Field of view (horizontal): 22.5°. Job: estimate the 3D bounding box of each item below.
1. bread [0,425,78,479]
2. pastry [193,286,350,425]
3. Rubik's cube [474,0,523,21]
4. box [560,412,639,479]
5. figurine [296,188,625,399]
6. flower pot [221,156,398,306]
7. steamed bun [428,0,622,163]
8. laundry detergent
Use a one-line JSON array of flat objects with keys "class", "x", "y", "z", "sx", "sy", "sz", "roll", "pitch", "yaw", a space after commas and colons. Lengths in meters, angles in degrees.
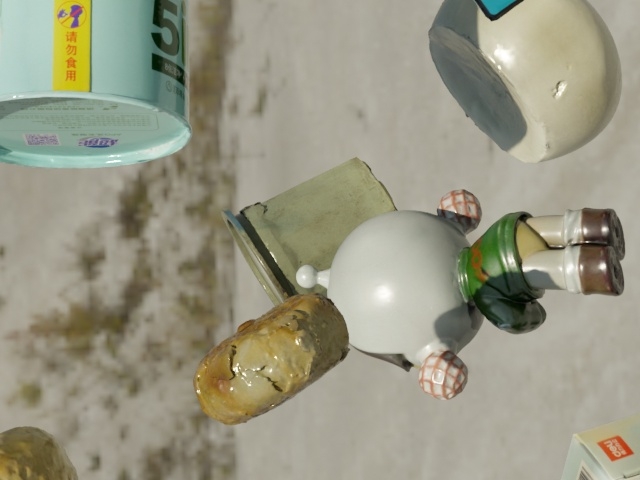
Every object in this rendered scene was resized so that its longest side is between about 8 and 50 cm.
[{"class": "bread", "x": -0.356, "y": 0.306, "z": 1.765, "sx": 0.134, "sy": 0.244, "sz": 0.244, "roll": 42, "pitch": -176, "yaw": -4}, {"class": "pastry", "x": -0.044, "y": 0.106, "z": 1.439, "sx": 0.081, "sy": 0.153, "sz": 0.153, "roll": 59, "pitch": -177, "yaw": -10}, {"class": "Rubik's cube", "x": 0.206, "y": -0.365, "z": 1.797, "sx": 0.160, "sy": 0.162, "sz": 0.163, "roll": 51, "pitch": -165, "yaw": -13}, {"class": "box", "x": 0.332, "y": 0.311, "z": 1.797, "sx": 0.079, "sy": 0.135, "sz": 0.269, "roll": 55, "pitch": 149, "yaw": 41}, {"class": "figurine", "x": 0.159, "y": 0.042, "z": 1.827, "sx": 0.167, "sy": 0.370, "sz": 0.281, "roll": 52, "pitch": -143, "yaw": -44}, {"class": "flower pot", "x": 0.000, "y": 0.000, "z": 2.190, "sx": 0.212, "sy": 0.202, "sz": 0.212, "roll": 56, "pitch": 169, "yaw": 16}, {"class": "steamed bun", "x": 0.322, "y": -0.281, "z": 2.444, "sx": 0.324, "sy": 0.206, "sz": 0.324, "roll": 49, "pitch": 169, "yaw": 13}, {"class": "laundry detergent", "x": -0.291, "y": -0.266, "z": 1.865, "sx": 0.287, "sy": 0.287, "sz": 0.305, "roll": 98, "pitch": 172, "yaw": -77}]
